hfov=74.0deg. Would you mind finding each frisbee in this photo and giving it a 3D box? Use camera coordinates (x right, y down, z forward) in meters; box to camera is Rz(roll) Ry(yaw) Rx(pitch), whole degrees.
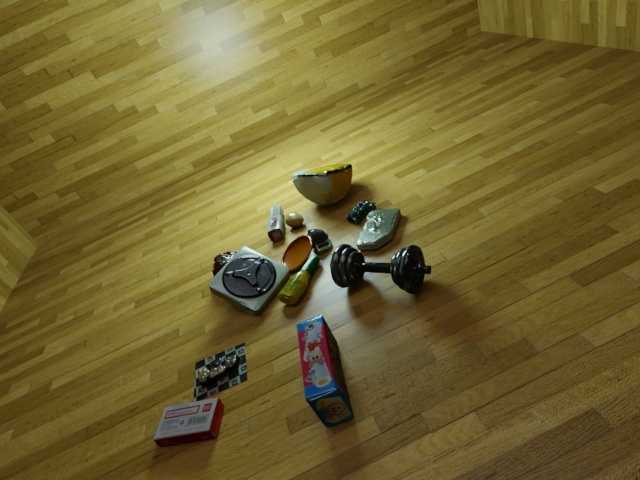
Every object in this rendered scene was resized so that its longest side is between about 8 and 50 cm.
[{"bbox_3d":[-0.101,0.062,1.935,0.192,0.035,0.191,-31,38,29],"label":"frisbee"}]

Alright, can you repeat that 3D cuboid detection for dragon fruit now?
[{"bbox_3d":[-0.420,0.120,1.983,0.219,0.148,0.223,-22,34,3],"label":"dragon fruit"}]

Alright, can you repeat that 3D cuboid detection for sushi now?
[{"bbox_3d":[-0.383,0.469,1.575,0.216,0.050,0.192,-23,34,2],"label":"sushi"}]

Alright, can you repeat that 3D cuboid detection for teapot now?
[{"bbox_3d":[-0.002,0.001,1.960,0.091,0.124,0.092,-12,-13,-17],"label":"teapot"}]

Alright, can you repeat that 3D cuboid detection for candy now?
[{"bbox_3d":[0.009,0.398,1.327,0.100,0.157,0.305,-21,34,6],"label":"candy"}]

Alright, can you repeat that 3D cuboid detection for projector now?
[{"bbox_3d":[-0.305,0.164,1.836,0.258,0.079,0.259,24,53,17],"label":"projector"}]

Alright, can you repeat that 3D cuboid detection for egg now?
[{"bbox_3d":[0.017,-0.284,2.209,0.338,0.200,0.337,-6,14,1],"label":"egg"},{"bbox_3d":[-0.132,-0.105,2.168,0.097,0.080,0.080,12,49,38],"label":"egg"}]

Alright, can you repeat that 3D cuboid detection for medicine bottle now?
[{"bbox_3d":[-0.080,0.160,1.789,0.095,0.064,0.260,5,45,34],"label":"medicine bottle"}]

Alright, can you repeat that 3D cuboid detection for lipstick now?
[{"bbox_3d":[-0.228,-0.095,2.218,0.079,0.077,0.252,-19,33,9],"label":"lipstick"}]

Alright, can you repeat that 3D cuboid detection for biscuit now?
[{"bbox_3d":[0.257,-0.053,1.877,0.151,0.052,0.252,-3,40,29],"label":"biscuit"}]

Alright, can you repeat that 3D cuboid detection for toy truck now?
[{"bbox_3d":[0.189,-0.150,2.029,0.154,0.077,0.080,-41,38,-23],"label":"toy truck"}]

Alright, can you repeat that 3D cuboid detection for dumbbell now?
[{"bbox_3d":[0.212,0.101,1.585,0.407,0.179,0.179,0,41,34],"label":"dumbbell"}]

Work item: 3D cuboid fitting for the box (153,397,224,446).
[{"bbox_3d":[-0.443,0.609,1.423,0.230,0.050,0.122,-16,33,14],"label":"box"}]
